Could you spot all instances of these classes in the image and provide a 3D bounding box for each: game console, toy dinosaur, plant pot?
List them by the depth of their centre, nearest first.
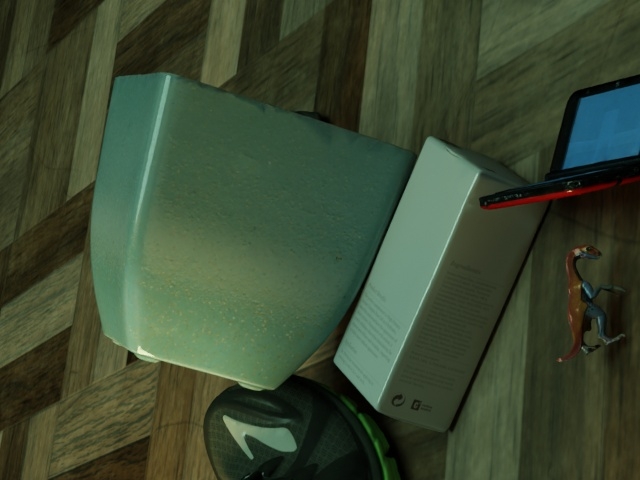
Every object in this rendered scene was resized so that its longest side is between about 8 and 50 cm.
[{"bbox_3d":[0.208,0.044,1.436,0.047,0.090,0.082,-30,79,35],"label":"toy dinosaur"},{"bbox_3d":[0.206,-0.081,1.496,0.144,0.124,0.085,-11,92,62],"label":"game console"},{"bbox_3d":[-0.092,-0.001,1.726,0.248,0.247,0.252,-168,96,-72],"label":"plant pot"}]

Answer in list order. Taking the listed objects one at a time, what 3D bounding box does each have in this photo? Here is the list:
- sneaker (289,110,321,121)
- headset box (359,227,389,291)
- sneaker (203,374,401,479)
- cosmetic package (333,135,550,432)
[{"bbox_3d":[-0.110,-0.099,2.083,0.286,0.130,0.109,-29,52,57],"label":"sneaker"},{"bbox_3d":[0.055,0.020,1.790,0.083,0.032,0.062,6,80,66],"label":"headset box"},{"bbox_3d":[-0.037,0.275,1.619,0.185,0.202,0.483,-59,28,25],"label":"sneaker"},{"bbox_3d":[0.104,0.037,1.624,0.231,0.085,0.117,-66,27,11],"label":"cosmetic package"}]
